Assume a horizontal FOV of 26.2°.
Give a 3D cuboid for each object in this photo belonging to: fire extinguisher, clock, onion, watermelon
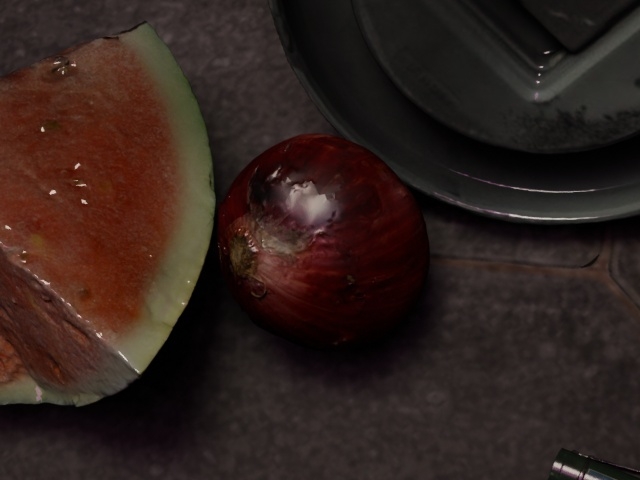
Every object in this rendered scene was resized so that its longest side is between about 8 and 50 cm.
[{"bbox_3d":[0.169,0.139,0.759,0.083,0.025,0.038,21,51,20],"label":"fire extinguisher"},{"bbox_3d":[0.122,-0.152,0.749,0.313,0.312,0.061,4,34,15],"label":"clock"},{"bbox_3d":[0.000,0.000,0.800,0.131,0.131,0.131,-5,68,11],"label":"onion"},{"bbox_3d":[-0.178,-0.010,0.827,0.256,0.176,0.260,-40,82,12],"label":"watermelon"}]
